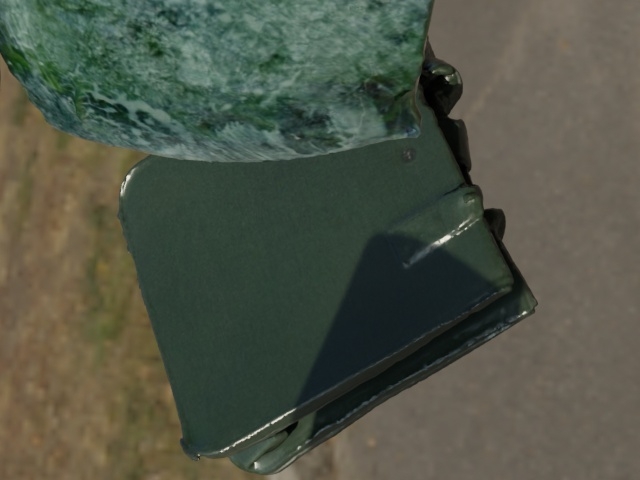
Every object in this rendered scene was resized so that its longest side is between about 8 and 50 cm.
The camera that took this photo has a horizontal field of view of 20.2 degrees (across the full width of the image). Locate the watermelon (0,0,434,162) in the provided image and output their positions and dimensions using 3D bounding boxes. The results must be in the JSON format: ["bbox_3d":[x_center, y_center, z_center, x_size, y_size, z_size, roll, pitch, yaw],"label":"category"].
[{"bbox_3d":[-0.028,-0.229,0.682,0.258,0.228,0.387,-66,-21,-58],"label":"watermelon"}]

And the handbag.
[{"bbox_3d":[-0.002,0.000,1.188,0.260,0.079,0.247,-34,54,20],"label":"handbag"}]
